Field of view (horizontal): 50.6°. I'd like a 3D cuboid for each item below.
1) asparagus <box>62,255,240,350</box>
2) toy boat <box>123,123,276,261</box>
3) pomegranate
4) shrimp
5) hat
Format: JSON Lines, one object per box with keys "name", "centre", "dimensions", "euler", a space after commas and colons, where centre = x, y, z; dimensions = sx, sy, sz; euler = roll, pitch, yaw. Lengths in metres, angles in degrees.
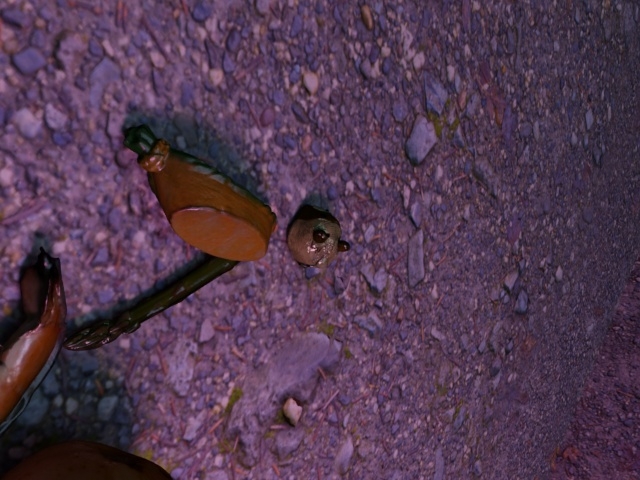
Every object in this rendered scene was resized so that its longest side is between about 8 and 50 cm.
{"name": "asparagus", "centre": [-0.170, 0.063, 0.726], "dimensions": [0.236, 0.027, 0.034], "euler": [-32, 151, -40]}
{"name": "toy boat", "centre": [-0.117, -0.043, 0.732], "dimensions": [0.229, 0.089, 0.088], "euler": [33, 36, -50]}
{"name": "pomegranate", "centre": [-0.211, 0.281, 0.600], "dimensions": [0.207, 0.207, 0.206], "euler": [-16, 112, -48]}
{"name": "shrimp", "centre": [-0.308, 0.053, 0.534], "dimensions": [0.222, 0.054, 0.290], "euler": [-40, 131, -36]}
{"name": "hat", "centre": [0.000, -0.001, 0.895], "dimensions": [0.076, 0.059, 0.077], "euler": [-56, 141, -18]}
